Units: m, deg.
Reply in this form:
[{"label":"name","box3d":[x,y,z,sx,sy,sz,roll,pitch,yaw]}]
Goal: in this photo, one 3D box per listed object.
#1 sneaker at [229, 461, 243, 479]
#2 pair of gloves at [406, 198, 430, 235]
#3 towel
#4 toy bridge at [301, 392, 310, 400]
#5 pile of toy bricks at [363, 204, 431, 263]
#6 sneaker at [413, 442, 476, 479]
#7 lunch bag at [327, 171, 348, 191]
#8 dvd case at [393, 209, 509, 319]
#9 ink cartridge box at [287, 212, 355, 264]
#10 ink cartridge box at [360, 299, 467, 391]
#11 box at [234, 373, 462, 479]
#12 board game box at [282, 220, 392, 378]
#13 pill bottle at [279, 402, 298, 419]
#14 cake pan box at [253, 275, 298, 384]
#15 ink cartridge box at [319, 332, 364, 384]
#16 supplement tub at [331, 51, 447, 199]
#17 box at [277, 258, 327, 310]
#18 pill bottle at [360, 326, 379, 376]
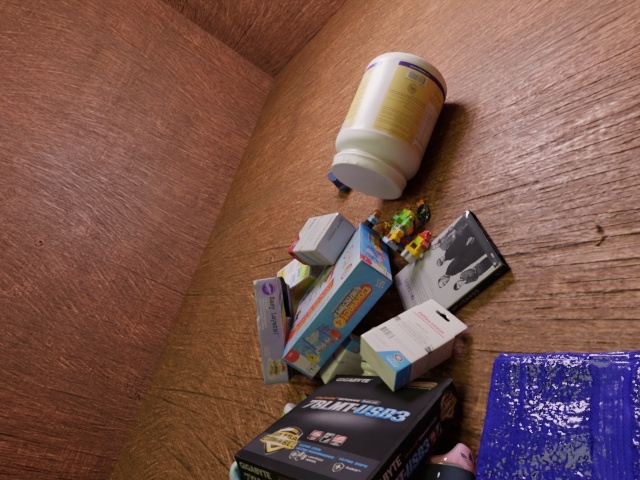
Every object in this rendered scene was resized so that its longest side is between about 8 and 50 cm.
[{"label":"sneaker","box3d":[-0.035,0.511,0.740,0.365,0.150,0.135,16,57,34]},{"label":"pair of gloves","box3d":[0.243,-0.058,1.080,0.083,0.010,0.074,-44,37,31]},{"label":"towel","box3d":[0.335,0.224,0.511,0.308,0.076,0.228,-26,27,50]},{"label":"toy bridge","box3d":[-0.054,0.471,1.059,0.188,0.063,0.026,-61,26,-1]},{"label":"pile of toy bricks","box3d":[0.191,-0.038,1.035,0.105,0.118,0.212,-50,16,7]},{"label":"sneaker","box3d":[0.138,0.408,0.749,0.319,0.112,0.131,-19,32,51]},{"label":"lunch bag","box3d":[0.076,-0.214,1.477,0.067,0.065,0.098,-42,27,5]},{"label":"dvd case","box3d":[0.263,0.070,0.902,0.239,0.029,0.179,-49,29,28]},{"label":"ink cartridge box","box3d":[0.000,0.000,1.175,0.127,0.072,0.175,-57,22,-18]},{"label":"ink cartridge box","box3d":[0.178,0.194,0.808,0.104,0.180,0.060,42,144,45]},{"label":"box","box3d":[0.049,0.337,0.742,0.295,0.073,0.293,-15,8,46]},{"label":"board game box","box3d":[0.045,0.132,1.061,0.308,0.086,0.302,-53,6,18]},{"label":"pill bottle","box3d":[-0.060,0.509,0.950,0.136,0.136,0.246,0,66,61]},{"label":"cake pan box","box3d":[-0.114,0.232,1.141,0.246,0.070,0.267,79,-177,-78]},{"label":"ink cartridge box","box3d":[0.067,0.284,0.987,0.123,0.088,0.052,-60,26,4]},{"label":"supplement tub","box3d":[0.184,-0.305,1.165,0.241,0.241,0.332,4,69,62]},{"label":"box","box3d":[-0.049,0.124,1.334,0.203,0.103,0.114,-37,35,41]},{"label":"pill bottle","box3d":[0.127,0.257,0.928,0.067,0.067,0.120,-12,55,58]}]
